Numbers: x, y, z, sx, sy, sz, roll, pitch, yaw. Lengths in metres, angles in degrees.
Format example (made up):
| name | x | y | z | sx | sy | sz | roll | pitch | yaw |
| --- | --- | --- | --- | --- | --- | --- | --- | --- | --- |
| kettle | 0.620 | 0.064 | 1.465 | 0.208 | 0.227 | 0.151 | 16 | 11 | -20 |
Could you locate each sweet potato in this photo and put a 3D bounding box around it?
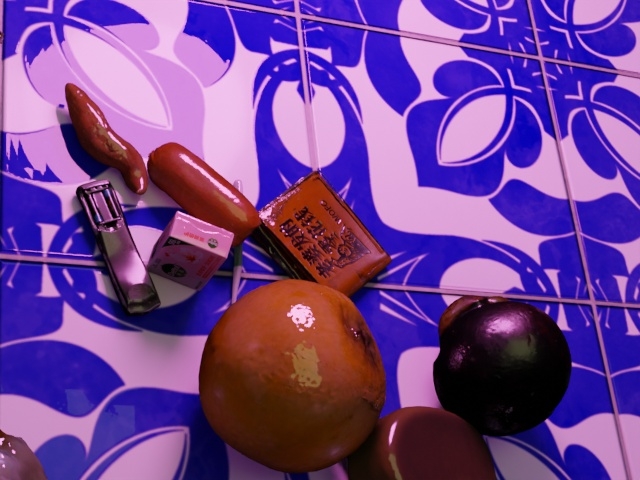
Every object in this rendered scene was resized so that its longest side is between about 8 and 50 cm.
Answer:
| name | x | y | z | sx | sy | sz | roll | pitch | yaw |
| --- | --- | --- | --- | --- | --- | --- | --- | --- | --- |
| sweet potato | -0.320 | -0.147 | 1.715 | 0.202 | 0.058 | 0.055 | 52 | 12 | 1 |

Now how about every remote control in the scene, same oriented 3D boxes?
| name | x | y | z | sx | sy | sz | roll | pitch | yaw |
| --- | --- | --- | --- | --- | --- | --- | --- | --- | --- |
| remote control | -0.289 | 0.009 | 1.661 | 0.059 | 0.028 | 0.212 | -16 | 73 | -33 |

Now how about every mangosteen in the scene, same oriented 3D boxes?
| name | x | y | z | sx | sy | sz | roll | pitch | yaw |
| --- | --- | --- | --- | --- | --- | --- | --- | --- | --- |
| mangosteen | 0.260 | 0.171 | 1.758 | 0.211 | 0.211 | 0.250 | 6 | 33 | -23 |

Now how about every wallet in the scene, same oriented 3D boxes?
| name | x | y | z | sx | sy | sz | roll | pitch | yaw |
| --- | --- | --- | --- | --- | --- | --- | --- | --- | --- |
| wallet | 0.001 | -0.001 | 1.800 | 0.195 | 0.042 | 0.161 | 48 | 54 | 4 |

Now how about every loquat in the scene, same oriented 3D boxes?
| name | x | y | z | sx | sy | sz | roll | pitch | yaw |
| --- | --- | --- | --- | --- | --- | --- | --- | --- | --- |
| loquat | -0.033 | 0.183 | 1.558 | 0.263 | 0.263 | 0.263 | 11 | 61 | -21 |

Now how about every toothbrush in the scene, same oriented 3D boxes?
| name | x | y | z | sx | sy | sz | roll | pitch | yaw |
| --- | --- | --- | --- | --- | --- | --- | --- | --- | --- |
| toothbrush | -0.123 | 0.022 | 1.742 | 0.024 | 0.018 | 0.257 | 10 | 61 | -24 |

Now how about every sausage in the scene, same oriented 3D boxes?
| name | x | y | z | sx | sy | sz | roll | pitch | yaw |
| --- | --- | --- | --- | --- | --- | --- | --- | --- | --- |
| sausage | -0.175 | -0.071 | 1.724 | 0.197 | 0.076 | 0.076 | 41 | 54 | 8 |

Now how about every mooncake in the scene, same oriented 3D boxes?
| name | x | y | z | sx | sy | sz | roll | pitch | yaw |
| --- | --- | --- | --- | --- | --- | --- | --- | --- | --- |
| mooncake | 0.148 | 0.341 | 1.638 | 0.235 | 0.117 | 0.234 | 28 | 45 | -32 |

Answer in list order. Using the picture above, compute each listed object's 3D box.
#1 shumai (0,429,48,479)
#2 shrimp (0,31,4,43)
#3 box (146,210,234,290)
| name | x | y | z | sx | sy | sz | roll | pitch | yaw |
| --- | --- | --- | --- | --- | --- | --- | --- | --- | --- |
| shumai | -0.369 | 0.379 | 1.292 | 0.323 | 0.324 | 0.397 | 38 | 48 | 15 |
| shrimp | -0.534 | -0.265 | 1.672 | 0.166 | 0.049 | 0.161 | -3 | 58 | -26 |
| box | -0.186 | 0.017 | 1.649 | 0.089 | 0.125 | 0.043 | 22 | 58 | -13 |
